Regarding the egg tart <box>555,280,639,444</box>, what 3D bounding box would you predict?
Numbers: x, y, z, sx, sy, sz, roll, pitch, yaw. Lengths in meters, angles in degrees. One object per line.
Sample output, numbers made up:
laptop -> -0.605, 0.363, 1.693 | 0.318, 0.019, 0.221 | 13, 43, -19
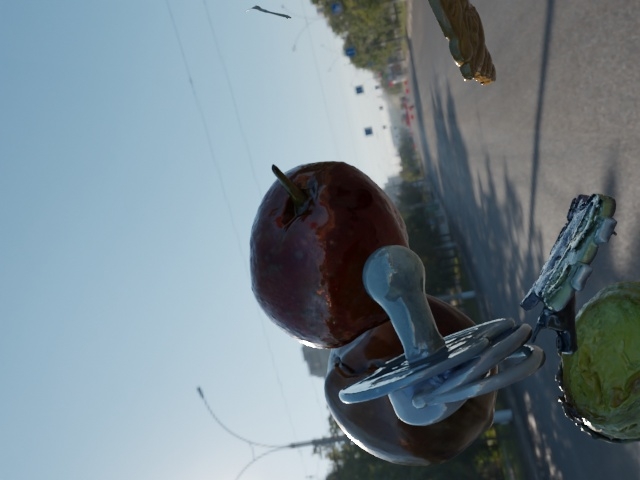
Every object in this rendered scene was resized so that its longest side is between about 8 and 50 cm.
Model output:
egg tart -> 0.513, 0.202, 1.106 | 0.279, 0.095, 0.279 | -50, 30, 42

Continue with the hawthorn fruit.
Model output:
hawthorn fruit -> 0.000, 0.000, 1.064 | 0.287, 0.287, 0.330 | -92, -22, -46

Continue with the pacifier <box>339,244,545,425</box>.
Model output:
pacifier -> 0.138, 0.110, 0.896 | 0.299, 0.244, 0.233 | -13, -106, -61

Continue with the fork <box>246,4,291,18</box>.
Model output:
fork -> -0.093, -0.401, 1.174 | 0.016, 0.115, 0.012 | -41, -44, -28

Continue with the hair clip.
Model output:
hair clip -> 0.275, 0.030, 0.737 | 0.146, 0.056, 0.187 | 16, -90, -86

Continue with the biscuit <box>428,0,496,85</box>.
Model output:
biscuit -> 0.221, -0.327, 1.035 | 0.250, 0.035, 0.163 | 33, -132, -45

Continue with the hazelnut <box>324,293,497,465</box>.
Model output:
hazelnut -> 0.183, 0.280, 1.379 | 0.315, 0.372, 0.372 | 66, -164, -61
